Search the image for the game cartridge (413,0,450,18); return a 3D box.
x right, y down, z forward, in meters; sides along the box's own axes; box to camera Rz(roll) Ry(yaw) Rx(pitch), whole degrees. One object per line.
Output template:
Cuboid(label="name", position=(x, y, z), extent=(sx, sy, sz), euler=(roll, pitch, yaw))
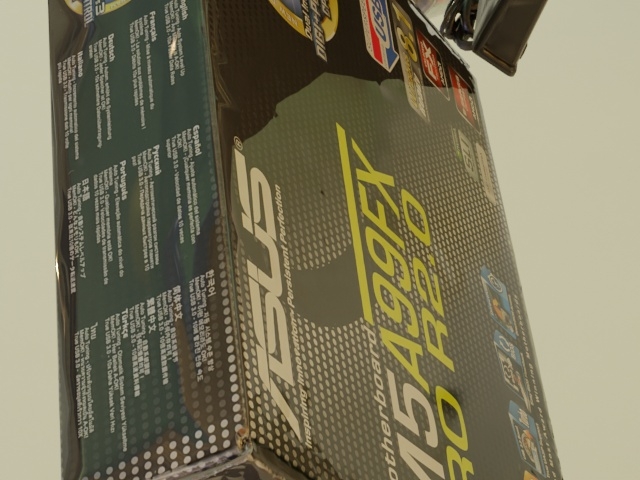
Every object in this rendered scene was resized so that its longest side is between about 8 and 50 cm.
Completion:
Cuboid(label="game cartridge", position=(0.041, -0.270, 1.255), extent=(0.230, 0.068, 0.355), euler=(59, -159, -2))

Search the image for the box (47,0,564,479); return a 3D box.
Cuboid(label="box", position=(0.000, 0.000, 0.559), extent=(0.060, 0.216, 0.270), euler=(-24, -129, 21))

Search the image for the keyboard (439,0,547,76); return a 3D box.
Cuboid(label="keyboard", position=(0.098, -0.193, 0.808), extent=(0.033, 0.201, 0.317), euler=(18, -136, -4))
